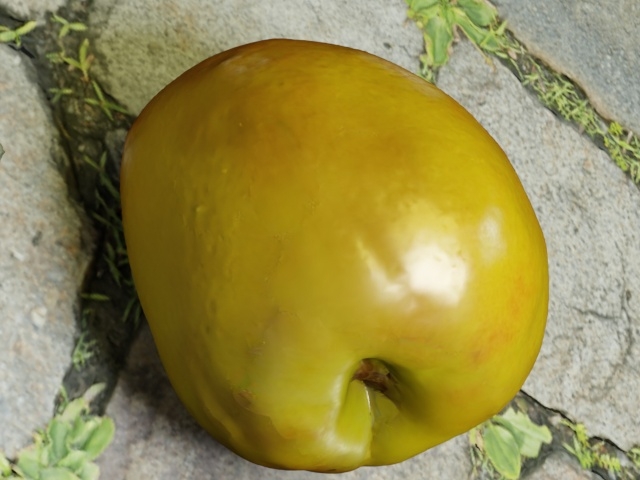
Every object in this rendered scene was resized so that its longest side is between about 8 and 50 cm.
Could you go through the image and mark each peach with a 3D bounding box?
[{"bbox_3d":[0.004,-0.003,1.278,0.289,0.289,0.308,13,44,-37],"label":"peach"}]

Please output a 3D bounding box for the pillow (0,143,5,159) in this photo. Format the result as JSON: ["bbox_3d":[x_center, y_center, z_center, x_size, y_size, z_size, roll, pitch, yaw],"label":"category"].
[{"bbox_3d":[-0.291,-0.002,1.187,0.148,0.050,0.230,25,59,-25],"label":"pillow"}]
